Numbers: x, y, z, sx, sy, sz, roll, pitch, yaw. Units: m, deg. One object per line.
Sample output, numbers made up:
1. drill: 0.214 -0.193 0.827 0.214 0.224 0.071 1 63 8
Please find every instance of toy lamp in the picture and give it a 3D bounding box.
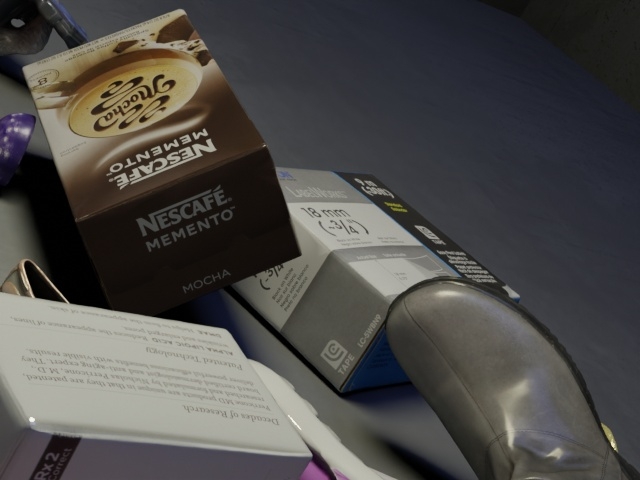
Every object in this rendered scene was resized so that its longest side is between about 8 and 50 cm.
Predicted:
1. toy lamp: -0.388 -0.129 1.218 0.274 0.080 0.080 24 21 -19

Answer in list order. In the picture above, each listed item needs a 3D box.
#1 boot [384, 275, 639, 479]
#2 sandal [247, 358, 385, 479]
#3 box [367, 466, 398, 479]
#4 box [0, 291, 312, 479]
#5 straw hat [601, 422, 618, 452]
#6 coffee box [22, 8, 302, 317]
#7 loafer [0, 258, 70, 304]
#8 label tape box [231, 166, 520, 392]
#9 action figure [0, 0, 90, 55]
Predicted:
1. boot: 0.160 0.180 1.086 0.338 0.118 0.223 46 22 4
2. sandal: -0.004 0.207 0.827 0.102 0.169 0.416 15 12 -42
3. box: 0.031 0.210 1.039 0.207 0.036 0.114 26 20 -12
4. box: -0.136 0.139 0.764 0.182 0.181 0.119 13 26 -40
5. straw hat: 0.244 0.199 1.326 0.144 0.061 0.144 27 19 -10
6. coffee box: -0.147 -0.075 1.246 0.168 0.119 0.297 -22 36 -8
7. loafer: -0.198 0.063 1.068 0.125 0.039 0.045 39 21 24
8. label tape box: 0.000 0.000 1.399 0.333 0.106 0.240 41 22 28
9. action figure: -0.407 -0.284 1.431 0.341 0.178 0.330 55 15 -4
